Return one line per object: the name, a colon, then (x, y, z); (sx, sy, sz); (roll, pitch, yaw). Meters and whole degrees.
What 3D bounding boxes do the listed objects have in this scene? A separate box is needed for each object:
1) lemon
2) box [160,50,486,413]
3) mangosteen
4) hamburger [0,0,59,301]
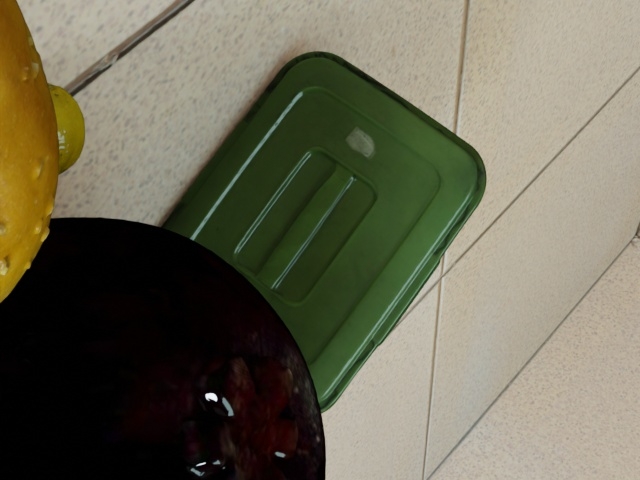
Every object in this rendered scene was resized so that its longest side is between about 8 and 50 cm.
lemon: (-0.216, -0.080, 0.849); (0.065, 0.065, 0.092); (-21, 134, -53)
box: (0.000, 0.000, 1.155); (0.329, 0.252, 0.178); (-53, 166, -1)
mangosteen: (-0.209, 0.175, 0.818); (0.382, 0.435, 0.382); (25, 58, -48)
hamburger: (-0.279, -0.046, 0.554); (0.290, 0.170, 0.314); (-46, 135, -25)
